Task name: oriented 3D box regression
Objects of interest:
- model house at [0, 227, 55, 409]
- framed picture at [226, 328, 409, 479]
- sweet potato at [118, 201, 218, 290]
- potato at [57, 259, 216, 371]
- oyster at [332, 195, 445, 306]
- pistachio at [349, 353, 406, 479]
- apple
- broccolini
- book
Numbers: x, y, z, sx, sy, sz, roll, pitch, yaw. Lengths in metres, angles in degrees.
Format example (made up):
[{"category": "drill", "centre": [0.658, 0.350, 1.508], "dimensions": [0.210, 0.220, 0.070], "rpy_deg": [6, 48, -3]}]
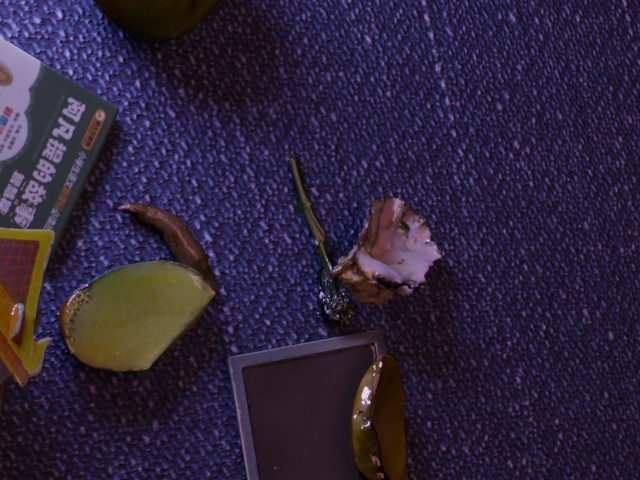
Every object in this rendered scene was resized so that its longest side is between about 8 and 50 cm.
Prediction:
[{"category": "model house", "centre": [-0.446, 0.038, 1.474], "dimensions": [0.357, 0.242, 0.313], "rpy_deg": [56, 43, -11]}, {"category": "framed picture", "centre": [0.005, 0.268, 1.797], "dimensions": [0.231, 0.018, 0.293], "rpy_deg": [-7, 86, -33]}, {"category": "sweet potato", "centre": [-0.169, 0.001, 1.720], "dimensions": [0.153, 0.038, 0.041], "rpy_deg": [45, 53, -16]}, {"category": "potato", "centre": [-0.213, 0.084, 1.671], "dimensions": [0.198, 0.054, 0.119], "rpy_deg": [-31, 98, -34]}, {"category": "oyster", "centre": [0.082, 0.021, 1.845], "dimensions": [0.133, 0.072, 0.209], "rpy_deg": [47, 33, -19]}, {"category": "pistachio", "centre": [0.064, 0.225, 1.800], "dimensions": [0.089, 0.049, 0.172], "rpy_deg": [15, 71, -55]}, {"category": "apple", "centre": [-0.185, -0.325, 1.677], "dimensions": [0.157, 0.196, 0.196], "rpy_deg": [37, 61, 12]}, {"category": "broccolini", "centre": [0.001, 0.000, 1.824], "dimensions": [0.044, 0.042, 0.218], "rpy_deg": [-11, 87, -33]}, {"category": "book", "centre": [-0.372, -0.125, 1.618], "dimensions": [0.264, 0.027, 0.202], "rpy_deg": [31, 67, -24]}]
